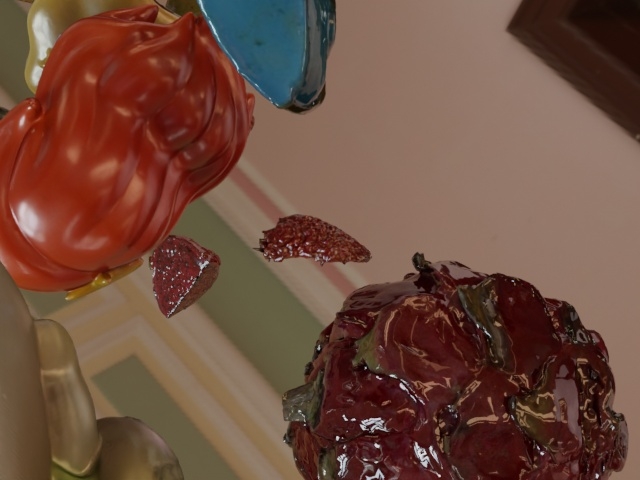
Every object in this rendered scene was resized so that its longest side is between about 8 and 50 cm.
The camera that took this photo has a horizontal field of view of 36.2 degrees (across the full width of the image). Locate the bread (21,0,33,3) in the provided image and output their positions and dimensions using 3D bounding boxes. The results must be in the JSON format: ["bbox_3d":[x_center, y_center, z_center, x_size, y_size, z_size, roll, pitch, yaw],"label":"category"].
[{"bbox_3d":[-0.462,-0.449,1.446,0.133,0.179,0.250,18,-171,39],"label":"bread"}]

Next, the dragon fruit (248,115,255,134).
[{"bbox_3d":[-0.150,-0.135,1.117,0.094,0.190,0.094,10,-104,-43],"label":"dragon fruit"}]

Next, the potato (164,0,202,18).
[{"bbox_3d":[-0.192,-0.359,1.621,0.137,0.175,0.137,1,-91,-42],"label":"potato"}]

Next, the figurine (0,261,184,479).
[{"bbox_3d":[-0.100,0.154,0.403,0.394,0.227,0.274,34,-170,-26],"label":"figurine"}]

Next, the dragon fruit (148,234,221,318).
[{"bbox_3d":[-0.224,0.040,1.632,0.083,0.162,0.106,-22,-113,-46],"label":"dragon fruit"}]

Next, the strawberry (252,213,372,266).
[{"bbox_3d":[-0.002,-0.006,1.746,0.208,0.087,0.167,-1,-175,20],"label":"strawberry"}]

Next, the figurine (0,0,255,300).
[{"bbox_3d":[-0.152,-0.090,0.720,0.208,0.181,0.257,-6,-144,-4],"label":"figurine"}]

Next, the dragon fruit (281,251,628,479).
[{"bbox_3d":[0.135,0.171,0.963,0.329,0.329,0.329,12,-134,-13],"label":"dragon fruit"}]

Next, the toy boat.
[{"bbox_3d":[-0.032,-0.156,0.578,0.075,0.186,0.077,-10,-152,19],"label":"toy boat"}]

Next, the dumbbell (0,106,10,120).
[{"bbox_3d":[-0.491,-0.082,1.311,0.289,0.192,0.192,-15,-123,-44],"label":"dumbbell"}]
